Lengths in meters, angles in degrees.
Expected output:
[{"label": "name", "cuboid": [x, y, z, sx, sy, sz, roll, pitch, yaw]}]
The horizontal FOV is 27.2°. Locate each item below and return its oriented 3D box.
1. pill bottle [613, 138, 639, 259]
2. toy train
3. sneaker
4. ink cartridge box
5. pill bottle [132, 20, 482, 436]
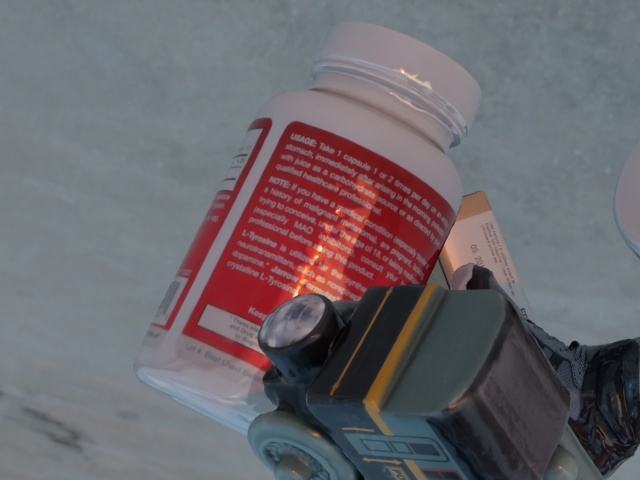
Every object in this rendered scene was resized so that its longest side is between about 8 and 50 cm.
[{"label": "pill bottle", "cuboid": [0.354, 0.021, 1.010, 0.152, 0.152, 0.272, -7, 142, 45]}, {"label": "toy train", "cuboid": [0.093, 0.161, 0.852, 0.190, 0.142, 0.334, -3, 132, 43]}, {"label": "sneaker", "cuboid": [0.243, 0.115, 1.315, 0.153, 0.268, 0.101, -32, 155, 15]}, {"label": "ink cartridge box", "cuboid": [0.183, 0.074, 1.606, 0.088, 0.234, 0.193, -19, 174, -9]}, {"label": "pill bottle", "cuboid": [0.000, 0.000, 1.313, 0.229, 0.407, 0.229, 25, 170, 5]}]
